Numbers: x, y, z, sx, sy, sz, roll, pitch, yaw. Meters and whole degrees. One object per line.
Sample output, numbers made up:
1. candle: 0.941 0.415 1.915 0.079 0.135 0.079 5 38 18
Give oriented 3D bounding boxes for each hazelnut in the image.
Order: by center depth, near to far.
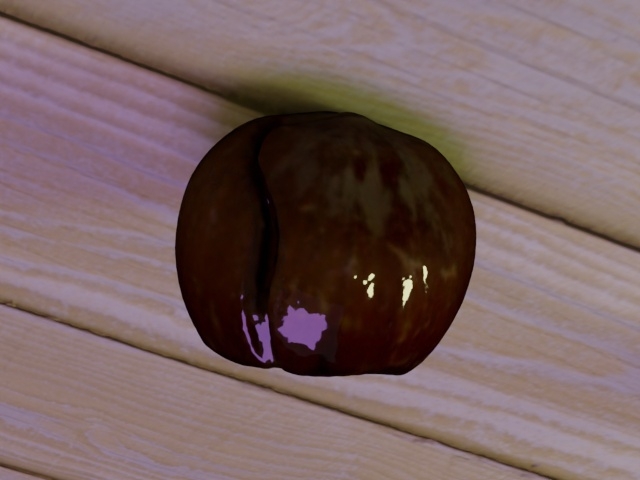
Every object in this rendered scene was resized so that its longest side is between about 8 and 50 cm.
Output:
1. hazelnut: 0.000 0.000 1.158 0.234 0.218 0.218 3 156 -28
